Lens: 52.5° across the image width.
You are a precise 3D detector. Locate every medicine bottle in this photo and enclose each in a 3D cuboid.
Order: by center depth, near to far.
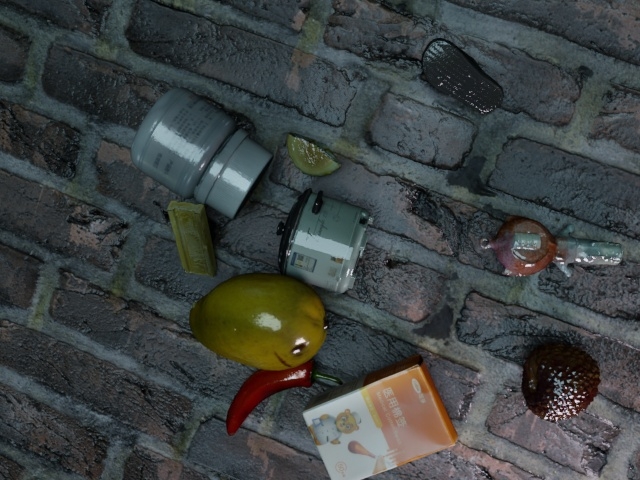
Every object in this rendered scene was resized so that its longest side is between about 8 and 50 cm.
[{"bbox_3d":[-0.299,-0.218,1.662,0.306,0.245,0.245,33,99,-4],"label":"medicine bottle"}]

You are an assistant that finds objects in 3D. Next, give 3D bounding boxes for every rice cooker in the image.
[{"bbox_3d":[0.000,0.000,1.635,0.226,0.241,0.281,16,136,4],"label":"rice cooker"}]

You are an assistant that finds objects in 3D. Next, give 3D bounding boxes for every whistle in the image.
[{"bbox_3d":[0.564,0.020,1.603,0.345,0.134,0.142,4,58,1],"label":"whistle"}]

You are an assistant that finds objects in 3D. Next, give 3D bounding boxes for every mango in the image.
[{"bbox_3d":[-0.177,0.206,1.625,0.444,0.301,0.221,-10,60,42],"label":"mango"}]

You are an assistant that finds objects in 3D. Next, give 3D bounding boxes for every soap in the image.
[{"bbox_3d":[-0.337,0.001,1.715,0.092,0.037,0.252,9,138,10],"label":"soap"}]

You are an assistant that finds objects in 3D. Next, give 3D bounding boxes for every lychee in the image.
[{"bbox_3d":[0.595,0.346,1.599,0.188,0.188,0.188,1,94,9],"label":"lychee"}]

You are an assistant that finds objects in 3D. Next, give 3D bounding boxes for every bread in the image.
[{"bbox_3d":[-0.020,-0.216,1.698,0.157,0.083,0.095,19,100,10],"label":"bread"}]

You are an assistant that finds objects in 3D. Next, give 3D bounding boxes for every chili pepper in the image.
[{"bbox_3d":[-0.127,0.405,1.768,0.368,0.092,0.137,-28,102,18],"label":"chili pepper"}]

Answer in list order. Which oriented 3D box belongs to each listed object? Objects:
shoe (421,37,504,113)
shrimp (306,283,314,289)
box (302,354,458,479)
[{"bbox_3d":[0.350,-0.413,1.629,0.241,0.093,0.108,32,117,-16],"label":"shoe"},{"bbox_3d":[-0.077,0.183,1.758,0.099,0.041,0.180,23,99,10],"label":"shrimp"},{"bbox_3d":[0.155,0.465,1.688,0.341,0.143,0.225,-24,90,11],"label":"box"}]
